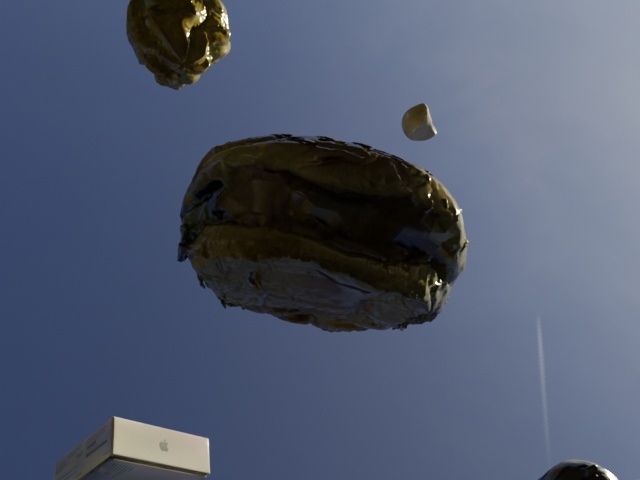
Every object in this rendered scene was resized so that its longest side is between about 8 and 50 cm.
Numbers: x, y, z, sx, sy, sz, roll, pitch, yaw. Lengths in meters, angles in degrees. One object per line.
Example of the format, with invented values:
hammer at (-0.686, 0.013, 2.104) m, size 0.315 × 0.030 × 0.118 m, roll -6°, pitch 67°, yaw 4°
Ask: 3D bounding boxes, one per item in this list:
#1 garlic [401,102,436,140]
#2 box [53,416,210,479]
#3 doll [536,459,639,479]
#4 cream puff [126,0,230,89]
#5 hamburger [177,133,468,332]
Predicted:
garlic at (0.159, -0.189, 1.160) m, size 0.053 × 0.083 × 0.041 m, roll -23°, pitch -119°, yaw 15°
box at (-0.221, 0.268, 0.835) m, size 0.129 × 0.130 × 0.051 m, roll 26°, pitch -141°, yaw -37°
doll at (0.181, 0.210, 0.484) m, size 0.102 × 0.179 × 0.089 m, roll -14°, pitch -145°, yaw -1°
cream puff at (-0.197, -0.293, 1.011) m, size 0.156 × 0.121 × 0.156 m, roll 3°, pitch -110°, yaw -8°
hamburger at (-0.002, 0.000, 0.686) m, size 0.266 × 0.285 × 0.134 m, roll 10°, pitch -106°, yaw -13°
